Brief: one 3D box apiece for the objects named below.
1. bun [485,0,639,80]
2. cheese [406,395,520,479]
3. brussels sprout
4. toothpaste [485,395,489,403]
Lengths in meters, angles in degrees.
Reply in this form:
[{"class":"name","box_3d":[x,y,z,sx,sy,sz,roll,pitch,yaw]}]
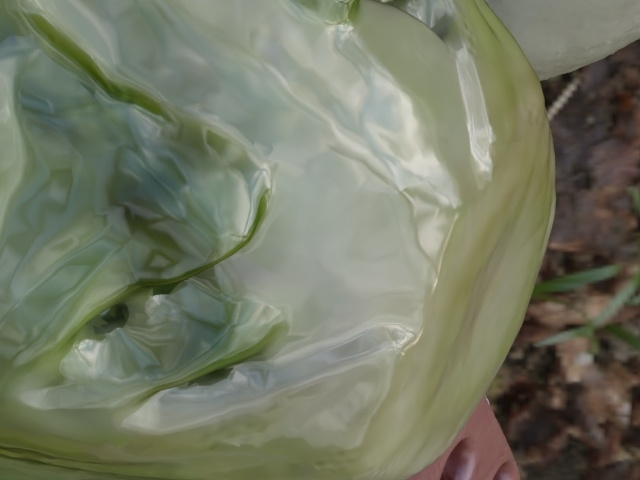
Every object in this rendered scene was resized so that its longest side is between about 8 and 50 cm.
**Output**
[{"class":"bun","box_3d":[0.060,-0.183,0.760,0.168,0.273,0.273,-7,91,-41]},{"class":"cheese","box_3d":[-0.001,0.125,1.092,0.128,0.177,0.203,-62,151,-19]},{"class":"brussels sprout","box_3d":[-0.071,-0.044,0.443,0.271,0.210,0.219,32,83,7]},{"class":"toothpaste","box_3d":[0.000,0.000,1.487,0.371,0.125,0.080,54,50,-19]}]
